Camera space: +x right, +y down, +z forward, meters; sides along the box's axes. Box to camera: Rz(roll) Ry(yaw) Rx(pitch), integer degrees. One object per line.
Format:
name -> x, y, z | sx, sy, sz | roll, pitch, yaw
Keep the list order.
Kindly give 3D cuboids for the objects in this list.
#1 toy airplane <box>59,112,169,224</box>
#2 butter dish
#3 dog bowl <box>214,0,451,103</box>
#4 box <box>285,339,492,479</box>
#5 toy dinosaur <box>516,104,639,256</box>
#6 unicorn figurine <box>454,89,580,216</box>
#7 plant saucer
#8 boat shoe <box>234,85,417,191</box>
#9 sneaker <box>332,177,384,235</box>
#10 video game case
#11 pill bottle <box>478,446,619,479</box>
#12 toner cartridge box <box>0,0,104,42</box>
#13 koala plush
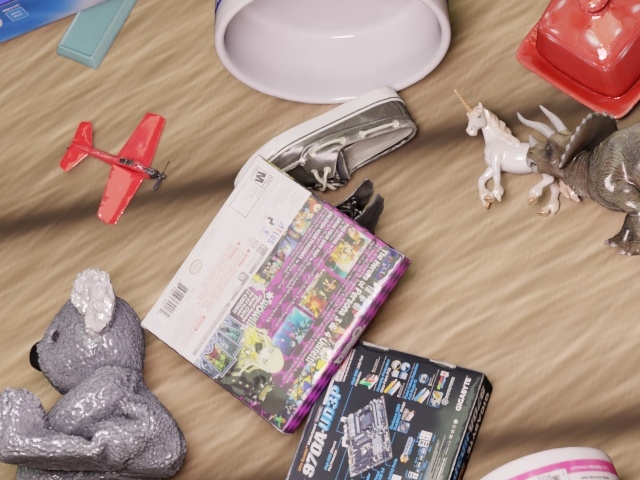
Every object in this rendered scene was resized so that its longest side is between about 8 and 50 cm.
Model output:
toy airplane -> -0.251, -0.100, 2.155 | 0.151, 0.028, 0.151 | -6, 67, 15
butter dish -> 0.313, -0.246, 1.990 | 0.160, 0.118, 0.160 | 37, 81, 28
dog bowl -> 0.012, -0.264, 2.010 | 0.265, 0.265, 0.104 | -9, 62, 14
box -> 0.067, 0.226, 1.899 | 0.175, 0.051, 0.220 | 13, 72, 22
toy dinosaur -> 0.369, -0.073, 1.878 | 0.313, 0.121, 0.160 | -5, 98, 12
unicorn figurine -> 0.214, -0.091, 1.992 | 0.162, 0.060, 0.111 | 13, 74, 2
plant saucer -> -0.265, -0.310, 2.258 | 0.067, 0.018, 0.192 | 22, 75, 24
boat shoe -> 0.006, -0.097, 2.045 | 0.219, 0.078, 0.070 | -30, 61, 1
sneaker -> 0.001, 0.002, 1.996 | 0.170, 0.089, 0.051 | -32, 62, 2
video game case -> -0.050, 0.057, 1.934 | 0.210, 0.042, 0.232 | 34, 91, 21
pill bottle -> 0.251, 0.358, 1.722 | 0.160, 0.160, 0.283 | -21, 63, 8
toner cartridge box -> -0.375, -0.355, 2.267 | 0.348, 0.075, 0.165 | -19, 61, 12
koala plush -> -0.246, 0.154, 1.965 | 0.203, 0.196, 0.221 | -2, 66, 4
